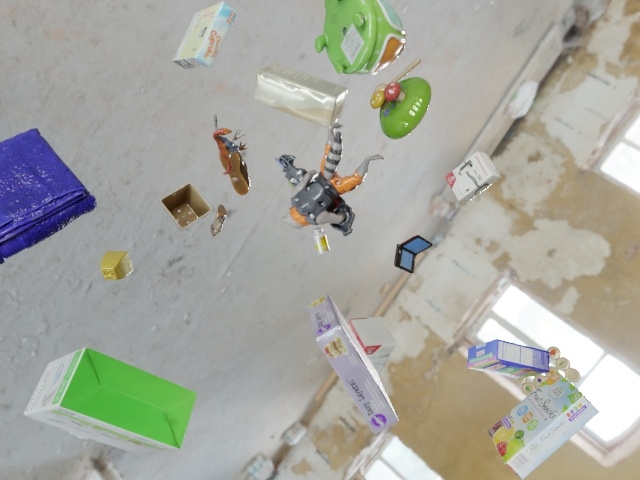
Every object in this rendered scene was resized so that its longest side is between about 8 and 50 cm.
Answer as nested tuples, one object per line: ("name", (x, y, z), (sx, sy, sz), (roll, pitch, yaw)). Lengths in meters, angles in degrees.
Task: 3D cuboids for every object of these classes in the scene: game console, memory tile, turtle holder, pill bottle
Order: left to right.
("pill bottle", (0.000, 0.000, 1.791), (0.043, 0.043, 0.083), (-29, 111, -43))
("turtle holder", (0.122, -0.653, 1.707), (0.228, 0.320, 0.243), (-8, 121, -32))
("game console", (0.350, 0.054, 2.037), (0.144, 0.085, 0.124), (24, 72, -49))
("memory tile", (0.584, 0.353, 1.412), (0.148, 0.113, 0.012), (-44, 135, 16))

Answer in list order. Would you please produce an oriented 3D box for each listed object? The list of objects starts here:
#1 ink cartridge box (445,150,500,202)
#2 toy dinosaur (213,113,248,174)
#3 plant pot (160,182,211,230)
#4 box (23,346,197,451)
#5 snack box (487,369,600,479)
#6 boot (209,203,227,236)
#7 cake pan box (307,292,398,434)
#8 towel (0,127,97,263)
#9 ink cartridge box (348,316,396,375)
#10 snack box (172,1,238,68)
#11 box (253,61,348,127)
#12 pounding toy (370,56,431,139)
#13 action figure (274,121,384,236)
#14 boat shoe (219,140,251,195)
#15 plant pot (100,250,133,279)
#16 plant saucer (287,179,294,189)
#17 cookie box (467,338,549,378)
("ink cartridge box", (0.471, -0.197, 1.690), (0.056, 0.099, 0.135), (3, 145, -45))
("toy dinosaur", (-0.137, -0.140, 0.808), (0.082, 0.047, 0.090), (-24, 121, -74))
("plant pot", (-0.406, -0.087, 1.629), (0.109, 0.109, 0.096), (-36, 176, -27))
("box", (-0.439, 0.346, 1.141), (0.231, 0.262, 0.126), (-24, -138, 45))
("snack box", (0.312, 0.258, 0.774), (0.141, 0.037, 0.100), (-44, -177, 7))
("boot", (-0.394, -0.074, 2.076), (0.042, 0.118, 0.087), (25, 119, -25))
("cake pan box", (0.069, 0.269, 1.227), (0.070, 0.266, 0.245), (-30, -166, 3))
("towel", (-0.609, -0.073, 1.007), (0.308, 0.227, 0.076), (-38, 169, -30))
("ink cartridge box", (0.148, 0.364, 1.832), (0.128, 0.127, 0.176), (0, 129, -28))
("snack box", (-0.378, -0.649, 1.746), (0.060, 0.322, 0.187), (26, 92, -31))
("box", (-0.074, -0.535, 1.992), (0.148, 0.311, 0.121), (-54, 163, -53))
("pounding toy", (0.198, -0.400, 1.495), (0.110, 0.236, 0.183), (23, 136, -29))
("action figure", (-0.020, -0.181, 1.574), (0.330, 0.341, 0.179), (-57, 160, 18))
("boat shoe", (-0.300, -0.263, 1.931), (0.073, 0.073, 0.206), (-73, 154, -53))
("plant pot", (-0.701, 0.092, 1.850), (0.083, 0.082, 0.081), (-73, 161, -58))
("plant saucer", (-0.030, -0.151, 1.918), (0.037, 0.241, 0.241), (-51, 158, 4))
("cookie box", (0.329, 0.210, 0.960), (0.092, 0.107, 0.040), (130, -28, -63))
